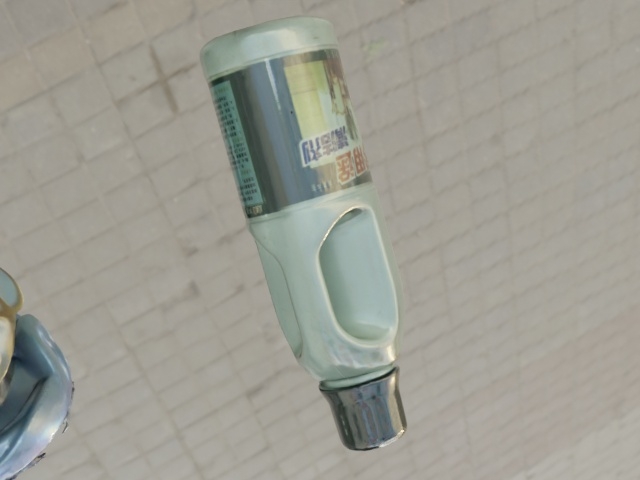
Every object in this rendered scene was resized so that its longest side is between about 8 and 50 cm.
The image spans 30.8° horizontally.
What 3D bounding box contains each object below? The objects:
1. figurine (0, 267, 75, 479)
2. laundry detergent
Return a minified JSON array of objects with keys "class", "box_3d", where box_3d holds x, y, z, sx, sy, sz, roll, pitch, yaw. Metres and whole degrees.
[{"class":"figurine","box_3d":[-0.336,0.015,0.811,0.248,0.276,0.388,-30,144,-22]},{"class":"laundry detergent","box_3d":[0.000,0.000,0.608,0.070,0.225,0.099,-14,-176,11]}]
